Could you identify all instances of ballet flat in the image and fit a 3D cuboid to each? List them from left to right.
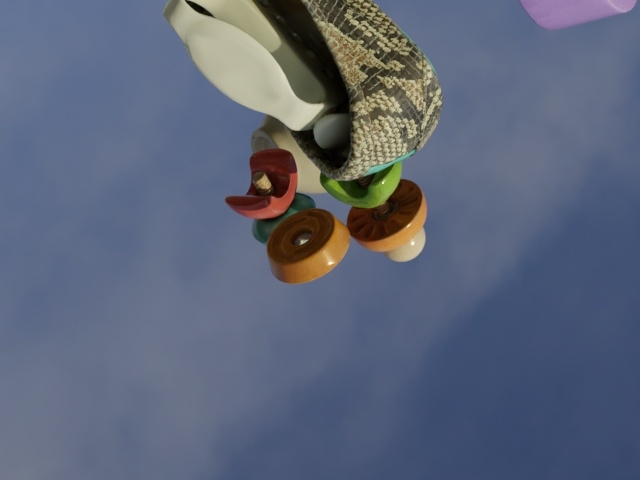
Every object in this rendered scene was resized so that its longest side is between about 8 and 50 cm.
[{"bbox_3d":[-0.091,-0.247,1.329,0.182,0.483,0.164,-37,174,-44],"label":"ballet flat"}]

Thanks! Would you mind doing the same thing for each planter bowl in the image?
[{"bbox_3d":[-0.026,-0.129,2.040,0.109,0.162,0.162,-29,-143,-23],"label":"planter bowl"}]

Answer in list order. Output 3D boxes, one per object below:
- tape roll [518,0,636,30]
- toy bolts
[{"bbox_3d":[0.262,-0.372,1.618,0.090,0.275,0.275,-10,-145,28],"label":"tape roll"},{"bbox_3d":[0.000,0.000,1.805,0.228,0.158,0.218,7,-128,38],"label":"toy bolts"}]
